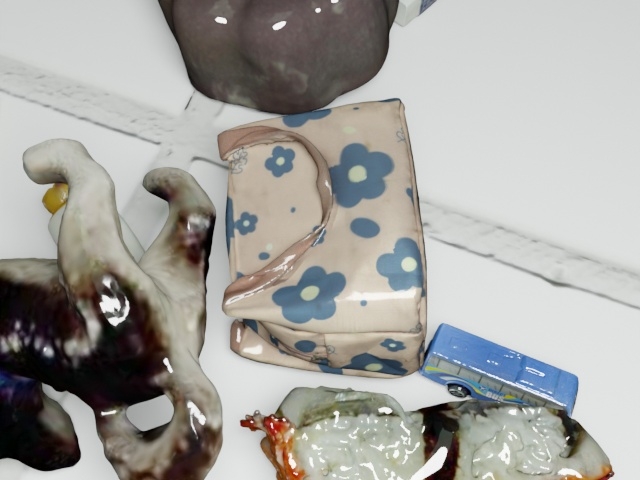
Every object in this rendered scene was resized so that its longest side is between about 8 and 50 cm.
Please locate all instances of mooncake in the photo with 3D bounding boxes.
[{"bbox_3d":[-0.053,-0.304,0.996,0.306,0.154,0.306,-4,64,9],"label":"mooncake"}]

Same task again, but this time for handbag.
[{"bbox_3d":[0.000,0.000,0.837,0.193,0.190,0.251,-4,63,2],"label":"handbag"}]

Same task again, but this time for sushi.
[{"bbox_3d":[0.093,0.195,0.765,0.332,0.124,0.130,1,72,-4],"label":"sushi"}]

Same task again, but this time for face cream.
[{"bbox_3d":[-0.222,0.012,0.887,0.072,0.051,0.182,-34,67,-15],"label":"face cream"}]

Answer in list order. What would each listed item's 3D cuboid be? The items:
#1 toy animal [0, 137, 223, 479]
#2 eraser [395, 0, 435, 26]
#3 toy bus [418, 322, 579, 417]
[{"bbox_3d":[-0.248,0.103,0.739,0.344,0.194,0.303,-25,68,14],"label":"toy animal"},{"bbox_3d":[0.143,-0.369,1.123,0.092,0.046,0.212,38,66,18],"label":"eraser"},{"bbox_3d":[0.175,0.133,0.838,0.153,0.061,0.051,21,57,10],"label":"toy bus"}]
